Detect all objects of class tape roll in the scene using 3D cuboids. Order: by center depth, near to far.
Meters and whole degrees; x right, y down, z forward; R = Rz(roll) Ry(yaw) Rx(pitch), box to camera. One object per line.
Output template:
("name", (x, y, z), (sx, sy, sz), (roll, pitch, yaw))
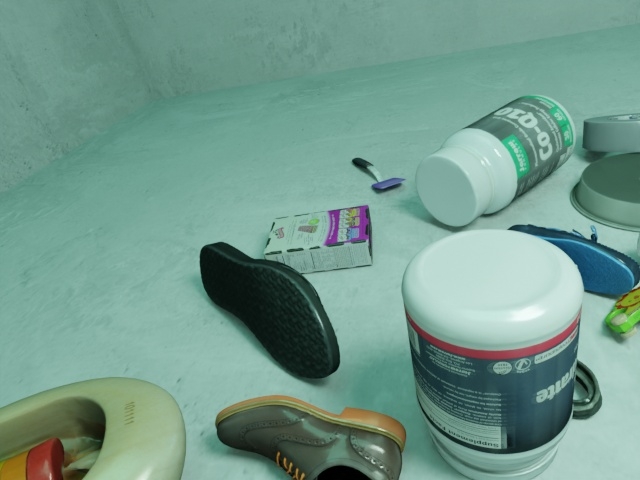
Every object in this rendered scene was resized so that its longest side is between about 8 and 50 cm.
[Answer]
("tape roll", (0.766, -0.267, 1.198), (0.219, 0.073, 0.219), (-6, 16, 2))

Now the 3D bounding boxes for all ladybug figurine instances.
("ladybug figurine", (-0.376, 0.342, 0.607), (0.448, 0.162, 0.305), (-19, 31, -11))

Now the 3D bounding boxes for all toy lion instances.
("toy lion", (0.488, 0.103, 0.762), (0.100, 0.034, 0.096), (-39, -4, 8))

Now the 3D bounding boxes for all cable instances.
("cable", (0.342, 0.134, 0.756), (0.139, 0.072, 0.287), (-7, 31, 22))

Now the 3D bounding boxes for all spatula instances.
("spatula", (0.155, -0.201, 1.426), (0.084, 0.031, 0.296), (-19, 30, -11))

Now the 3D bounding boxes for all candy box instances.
("candy box", (0.000, 0.000, 1.114), (0.233, 0.071, 0.159), (-7, 31, 10))

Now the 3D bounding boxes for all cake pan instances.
("cake pan", (0.698, -0.114, 1.044), (0.292, 0.054, 0.293), (-10, 31, 6))

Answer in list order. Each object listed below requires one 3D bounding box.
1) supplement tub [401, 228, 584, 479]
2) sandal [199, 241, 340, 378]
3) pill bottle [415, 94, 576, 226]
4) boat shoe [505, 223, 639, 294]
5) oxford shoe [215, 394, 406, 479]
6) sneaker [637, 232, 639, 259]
("supplement tub", (0.207, 0.141, 0.598), (0.190, 0.273, 0.191), (-10, 31, 6))
("sandal", (-0.091, 0.096, 0.916), (0.106, 0.168, 0.445), (-12, 25, -35))
("pill bottle", (0.403, -0.185, 1.132), (0.360, 0.204, 0.204), (-31, 35, -27))
("boat shoe", (0.451, 0.010, 0.887), (0.088, 0.109, 0.258), (-25, 34, -25))
("oxford shoe", (-0.027, 0.276, 0.649), (0.271, 0.097, 0.098), (-2, 38, 18))
("sneaker", (0.690, -0.018, 0.752), (0.182, 0.128, 0.315), (-15, 0, -19))
